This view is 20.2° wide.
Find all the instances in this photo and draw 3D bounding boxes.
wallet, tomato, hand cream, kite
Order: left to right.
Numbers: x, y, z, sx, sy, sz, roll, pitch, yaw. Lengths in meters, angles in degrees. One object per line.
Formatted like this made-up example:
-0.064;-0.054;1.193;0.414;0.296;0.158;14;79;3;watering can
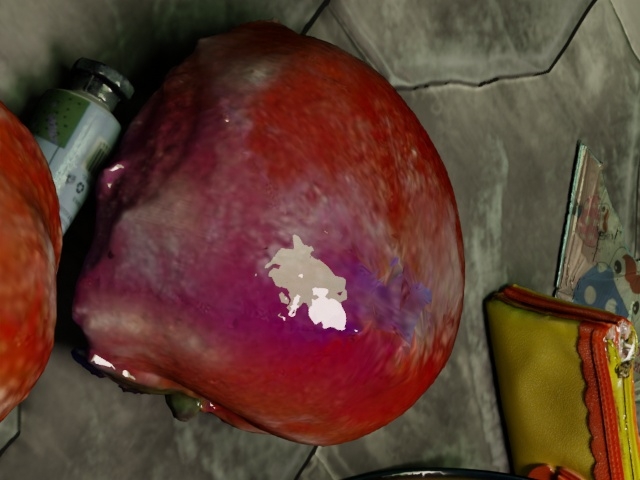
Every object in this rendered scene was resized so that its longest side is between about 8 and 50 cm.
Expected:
-0.196;0.008;1.125;0.058;0.091;0.271;27;74;-3;hand cream
0.001;-0.001;1.220;0.335;0.176;0.289;34;71;-53;tomato
0.216;0.163;1.533;0.067;0.141;0.241;-29;118;-33;wallet
0.290;0.043;1.677;0.314;0.011;0.335;-48;129;-28;kite

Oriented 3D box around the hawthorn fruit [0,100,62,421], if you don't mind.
-0.268;0.022;0.932;0.284;0.284;0.284;-12;107;-44;hawthorn fruit

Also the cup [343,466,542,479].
0.099;0.345;1.418;0.242;0.308;0.292;1;100;-14;cup
